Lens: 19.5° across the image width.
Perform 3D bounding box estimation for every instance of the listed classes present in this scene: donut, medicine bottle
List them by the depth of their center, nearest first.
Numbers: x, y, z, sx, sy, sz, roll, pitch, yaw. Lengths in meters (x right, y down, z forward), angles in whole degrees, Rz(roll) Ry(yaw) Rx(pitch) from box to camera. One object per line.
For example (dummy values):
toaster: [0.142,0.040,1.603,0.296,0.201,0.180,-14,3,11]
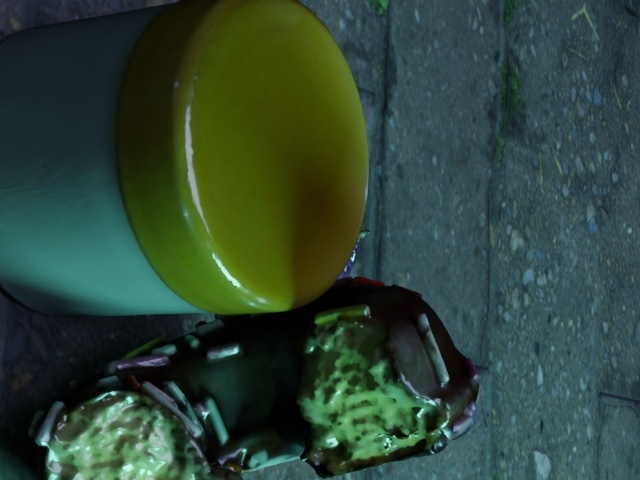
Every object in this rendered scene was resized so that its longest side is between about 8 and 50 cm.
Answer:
medicine bottle: [-0.118,-0.061,1.412,0.238,0.232,0.237,6,82,-54]
donut: [-0.045,0.122,1.436,0.259,0.345,0.136,-56,129,-77]

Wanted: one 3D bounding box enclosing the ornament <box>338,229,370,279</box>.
ornament: [-0.005,-0.001,1.700,0.081,0.088,0.203,-18,104,-54]
